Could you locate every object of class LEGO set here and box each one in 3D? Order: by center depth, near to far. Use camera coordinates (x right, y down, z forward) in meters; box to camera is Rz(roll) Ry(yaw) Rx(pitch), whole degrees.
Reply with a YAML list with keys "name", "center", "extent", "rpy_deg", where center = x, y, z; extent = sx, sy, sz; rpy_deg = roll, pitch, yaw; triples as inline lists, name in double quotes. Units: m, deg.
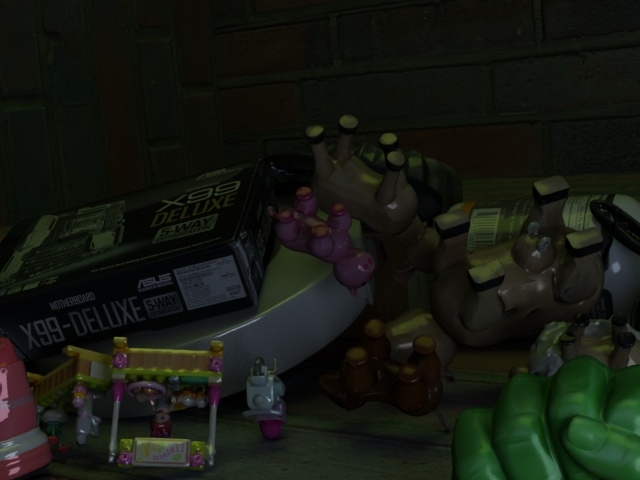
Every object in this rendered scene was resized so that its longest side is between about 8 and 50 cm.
- name: "LEGO set"
  center: [-0.175, 0.159, 1.005]
  extent: [0.287, 0.107, 0.132]
  rpy_deg: [-8, -29, 15]

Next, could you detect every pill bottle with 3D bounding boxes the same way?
- name: "pill bottle"
  center: [0.282, 0.030, 1.295]
  extent: [0.278, 0.162, 0.162]
  rpy_deg: [-2, 8, 22]

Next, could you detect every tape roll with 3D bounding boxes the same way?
- name: "tape roll"
  center: [-0.132, 0.060, 1.273]
  extent: [0.392, 0.072, 0.392]
  rpy_deg: [-15, 20, 6]

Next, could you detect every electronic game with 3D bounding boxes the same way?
- name: "electronic game"
  center: [0.036, -0.063, 1.408]
  extent: [0.229, 0.048, 0.229]
  rpy_deg: [11, -11, 2]

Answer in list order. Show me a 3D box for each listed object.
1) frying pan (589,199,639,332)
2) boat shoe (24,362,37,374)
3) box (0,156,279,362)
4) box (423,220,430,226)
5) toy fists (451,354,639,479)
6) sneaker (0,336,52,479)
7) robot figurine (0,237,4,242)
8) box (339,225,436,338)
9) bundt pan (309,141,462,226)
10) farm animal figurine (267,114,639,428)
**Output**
- name: "frying pan"
  center: [0.379, 0.036, 1.088]
  extent: [0.197, 0.053, 0.326]
  rpy_deg: [-2, 37, 3]
- name: "boat shoe"
  center: [-0.359, 0.126, 1.289]
  extent: [0.095, 0.095, 0.257]
  rpy_deg: [0, 6, -8]
- name: "box"
  center: [-0.205, 0.021, 1.218]
  extent: [0.307, 0.076, 0.242]
  rpy_deg: [-14, 22, 10]
- name: "box"
  center: [0.000, 0.000, 1.976]
  extent: [0.293, 0.073, 0.295]
  rpy_deg: [-7, -1, -17]
- name: "toy fists"
  center: [0.199, 0.134, 0.596]
  extent: [0.279, 0.142, 0.096]
  rpy_deg: [-2, 8, 29]
- name: "sneaker"
  center: [-0.368, 0.137, 1.024]
  extent: [0.314, 0.136, 0.116]
  rpy_deg: [-2, 7, 27]
- name: "robot figurine"
  center: [-0.518, 0.059, 1.805]
  extent: [0.219, 0.128, 0.158]
  rpy_deg: [1, -26, 41]
- name: "box"
  center: [0.069, 0.050, 1.411]
  extent: [0.170, 0.130, 0.091]
  rpy_deg: [0, 7, 43]
- name: "bundt pan"
  center: [0.115, -0.099, 2.153]
  extent: [0.331, 0.124, 0.331]
  rpy_deg: [10, -8, 1]
- name: "farm animal figurine"
  center: [0.119, 0.041, 1.088]
  extent: [0.326, 0.172, 0.330]
  rpy_deg: [-5, 50, 1]
